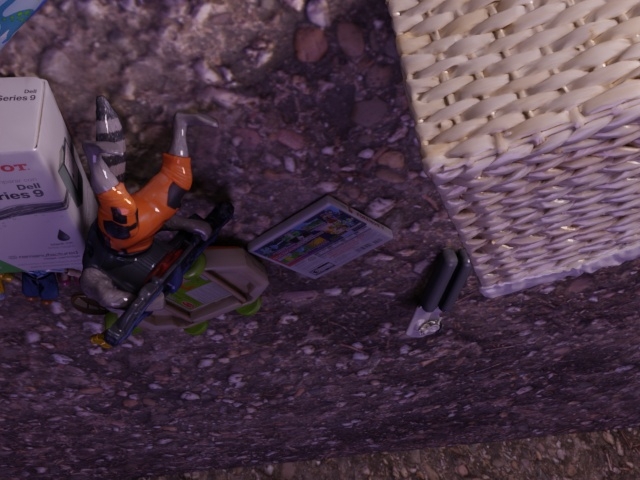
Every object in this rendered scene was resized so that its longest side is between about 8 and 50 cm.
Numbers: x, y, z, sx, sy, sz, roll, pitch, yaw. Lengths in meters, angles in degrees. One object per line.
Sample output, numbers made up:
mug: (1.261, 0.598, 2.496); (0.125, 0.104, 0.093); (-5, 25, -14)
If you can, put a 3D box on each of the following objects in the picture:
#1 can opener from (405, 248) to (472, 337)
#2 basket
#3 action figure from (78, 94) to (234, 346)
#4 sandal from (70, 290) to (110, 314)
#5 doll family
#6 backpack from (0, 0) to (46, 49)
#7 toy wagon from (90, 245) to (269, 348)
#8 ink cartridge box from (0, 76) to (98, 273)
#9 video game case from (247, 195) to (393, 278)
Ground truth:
can opener: (0.243, 0.113, 1.428); (0.074, 0.093, 0.280); (-1, 140, -15)
basket: (0.272, -0.164, 0.735); (0.331, 0.328, 0.266); (-18, 145, 17)
action figure: (-0.248, -0.034, 0.966); (0.179, 0.341, 0.330); (25, 121, 6)
sandal: (-0.399, 0.108, 1.306); (0.180, 0.049, 0.072); (2, 147, -44)
doll family: (-0.499, 0.051, 1.115); (0.263, 0.118, 0.163); (3, 147, -16)
backpack: (-0.345, -0.263, 0.536); (0.355, 0.273, 0.290); (-41, 145, 18)
toy wagon: (-0.275, 0.111, 1.264); (0.344, 0.068, 0.267); (-21, 154, 10)
ink cartridge box: (-0.442, -0.075, 0.915); (0.211, 0.121, 0.289); (-4, 149, -5)
video game case: (0.000, 0.000, 1.236); (0.201, 0.023, 0.183); (-29, 143, 33)
